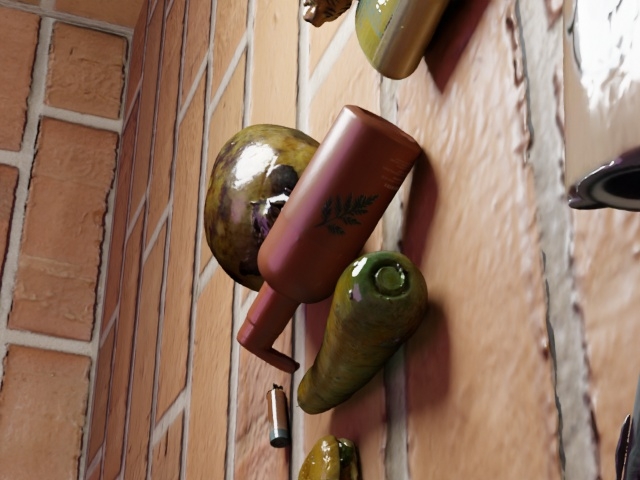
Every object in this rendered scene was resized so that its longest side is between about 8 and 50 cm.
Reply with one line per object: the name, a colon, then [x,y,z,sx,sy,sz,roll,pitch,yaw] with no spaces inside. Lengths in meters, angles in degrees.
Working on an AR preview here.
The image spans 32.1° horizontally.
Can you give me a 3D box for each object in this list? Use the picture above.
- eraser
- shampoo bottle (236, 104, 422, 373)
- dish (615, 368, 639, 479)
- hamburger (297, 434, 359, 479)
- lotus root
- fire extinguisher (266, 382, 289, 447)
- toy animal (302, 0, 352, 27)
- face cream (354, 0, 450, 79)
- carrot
eraser: [0.190,-0.172,0.581,0.171,0.087,0.290,143,133,-64]
shampoo bottle: [-0.002,-0.001,1.003,0.244,0.085,0.085,-61,22,12]
dish: [0.183,0.101,0.467,0.182,0.080,0.243,179,101,-73]
hamburger: [0.006,0.219,1.015,0.083,0.044,0.076,120,153,-42]
lotus root: [-0.054,-0.038,1.181,0.314,0.141,0.169,-128,53,-68]
fire extinguisher: [-0.048,0.192,1.235,0.028,0.022,0.083,74,-174,-45]
toy animal: [0.043,-0.296,1.099,0.241,0.057,0.099,-61,8,-18]
face cream: [0.106,-0.284,0.939,0.139,0.067,0.285,-94,21,-45]
carrot: [0.023,0.103,0.999,0.298,0.078,0.078,118,156,-57]
